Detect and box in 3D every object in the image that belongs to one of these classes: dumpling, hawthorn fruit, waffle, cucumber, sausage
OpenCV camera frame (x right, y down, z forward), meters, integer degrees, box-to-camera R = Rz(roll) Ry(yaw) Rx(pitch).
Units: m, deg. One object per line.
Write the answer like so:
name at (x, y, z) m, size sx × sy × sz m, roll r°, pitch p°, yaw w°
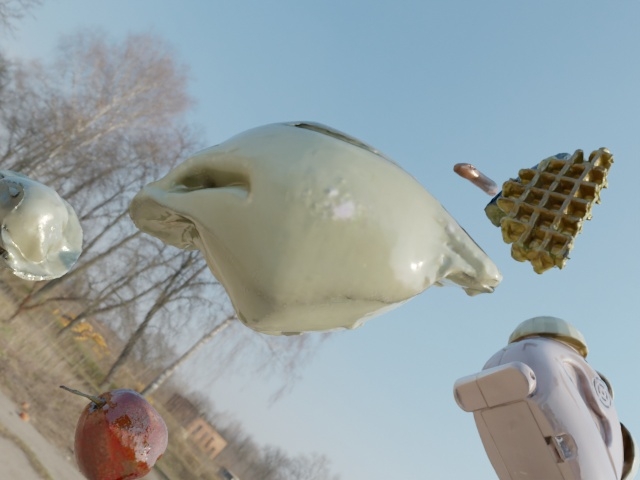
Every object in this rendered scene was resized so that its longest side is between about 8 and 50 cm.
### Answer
dumpling at (0.000, 0.000, 0.696) m, size 0.395 × 0.233 × 0.315 m, roll 7°, pitch -7°, yaw 1°
hawthorn fruit at (-0.368, 0.329, 1.056) m, size 0.163 × 0.163 × 0.203 m, roll 7°, pitch -65°, yaw 57°
waffle at (0.315, -0.041, 0.776) m, size 0.161 × 0.192 × 0.046 m, roll -12°, pitch -43°, yaw 17°
cucumber at (0.542, -0.147, 1.512) m, size 0.072 × 0.303 × 0.081 m, roll 24°, pitch -34°, yaw 55°
sausage at (0.402, -0.156, 1.511) m, size 0.186 × 0.043 × 0.043 m, roll 22°, pitch -1°, yaw -43°
dumpling at (-0.473, -0.031, 0.982) m, size 0.172 × 0.142 × 0.247 m, roll 23°, pitch 32°, yaw -48°

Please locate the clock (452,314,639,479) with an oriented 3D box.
clock at (0.416, 0.317, 1.054) m, size 0.184 × 0.326 × 0.342 m, roll -25°, pitch -98°, yaw 38°
